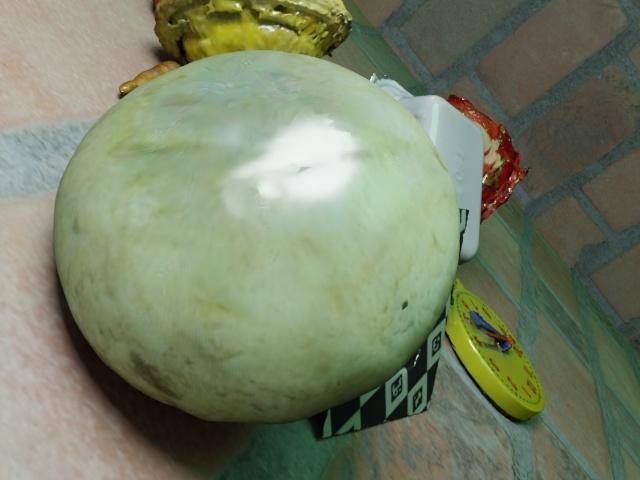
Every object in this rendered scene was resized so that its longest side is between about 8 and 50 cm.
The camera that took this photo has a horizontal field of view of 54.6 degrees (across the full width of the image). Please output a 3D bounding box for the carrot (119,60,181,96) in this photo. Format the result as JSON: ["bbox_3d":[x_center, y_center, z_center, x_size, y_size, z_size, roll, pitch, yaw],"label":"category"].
[{"bbox_3d":[-0.227,-0.217,0.840,0.036,0.035,0.165,46,24,-11],"label":"carrot"}]

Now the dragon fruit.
[{"bbox_3d":[0.261,-0.144,1.292,0.302,0.295,0.295,58,24,19],"label":"dragon fruit"}]

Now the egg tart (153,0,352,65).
[{"bbox_3d":[-0.100,-0.283,0.901,0.294,0.293,0.123,9,82,-57],"label":"egg tart"}]

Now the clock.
[{"bbox_3d":[0.339,0.204,1.199,0.293,0.071,0.277,50,23,-2],"label":"clock"}]

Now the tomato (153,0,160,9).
[{"bbox_3d":[-0.186,-0.398,1.035,0.167,0.167,0.167,40,25,-24],"label":"tomato"}]

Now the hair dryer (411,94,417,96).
[{"bbox_3d":[0.175,-0.375,1.721,0.352,0.125,0.210,31,29,-25],"label":"hair dryer"}]

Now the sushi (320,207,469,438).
[{"bbox_3d":[0.087,0.085,0.785,0.059,0.294,0.292,13,2,34],"label":"sushi"}]

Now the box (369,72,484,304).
[{"bbox_3d":[0.181,-0.089,0.999,0.264,0.106,0.337,23,68,-42],"label":"box"}]

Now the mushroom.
[{"bbox_3d":[-0.056,-0.007,0.553,0.260,0.351,0.352,93,-21,-54],"label":"mushroom"}]
